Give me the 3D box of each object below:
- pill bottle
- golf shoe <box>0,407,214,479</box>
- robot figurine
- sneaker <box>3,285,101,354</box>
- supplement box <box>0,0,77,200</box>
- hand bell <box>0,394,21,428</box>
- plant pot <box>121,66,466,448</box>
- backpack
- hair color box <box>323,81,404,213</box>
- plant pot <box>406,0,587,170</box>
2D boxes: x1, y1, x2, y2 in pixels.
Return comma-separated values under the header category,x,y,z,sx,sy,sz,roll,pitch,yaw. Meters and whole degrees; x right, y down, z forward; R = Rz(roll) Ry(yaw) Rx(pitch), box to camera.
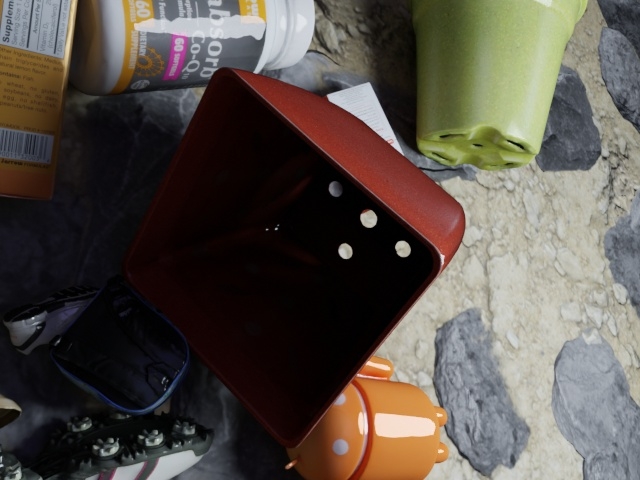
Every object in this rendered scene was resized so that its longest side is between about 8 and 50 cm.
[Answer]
category,x,y,z,sx,sy,sz,roll,pitch,yaw
pill bottle,-0.152,-0.257,0.773,0.278,0.162,0.162,-16,85,-38
golf shoe,-0.225,0.235,0.620,0.272,0.105,0.120,-9,102,-37
robot figurine,0.050,0.226,0.786,0.219,0.128,0.158,14,106,-32
sneaker,-0.260,0.077,0.672,0.109,0.040,0.044,-22,118,-43
supplement box,-0.286,-0.160,0.639,0.080,0.078,0.234,7,95,-41
hand bell,-0.350,0.052,0.583,0.126,0.126,0.242,-7,68,-37
plant pot,0.000,0.000,0.717,0.267,0.267,0.235,43,30,15
backpack,-0.188,0.113,0.661,0.114,0.084,0.105,36,67,6
hair color box,0.061,-0.131,0.956,0.093,0.053,0.167,-26,90,-40
plant pot,0.249,-0.252,1.024,0.276,0.276,0.254,15,79,-32
